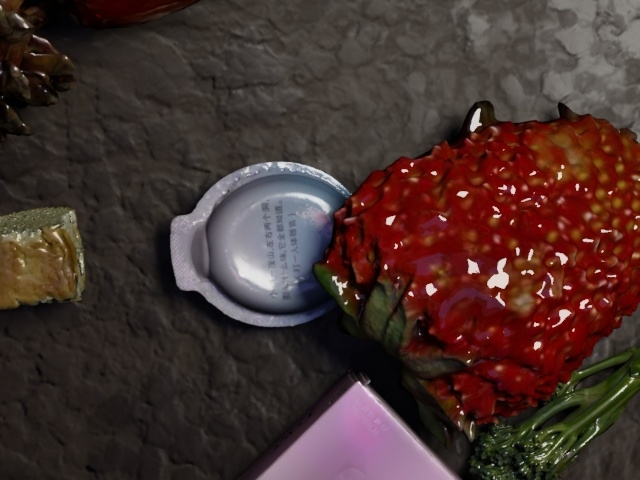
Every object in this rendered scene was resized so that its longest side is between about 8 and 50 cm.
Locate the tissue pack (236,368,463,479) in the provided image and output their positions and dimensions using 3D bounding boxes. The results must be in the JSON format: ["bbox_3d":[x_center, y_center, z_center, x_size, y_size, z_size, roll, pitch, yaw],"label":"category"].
[{"bbox_3d":[0.063,0.239,1.277,0.148,0.092,0.246,-45,93,-1],"label":"tissue pack"}]

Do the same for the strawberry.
[{"bbox_3d":[0.160,0.000,1.231,0.306,0.138,0.233,-40,99,-8],"label":"strawberry"}]

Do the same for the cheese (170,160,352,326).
[{"bbox_3d":[0.000,0.000,1.286,0.244,0.052,0.135,-6,94,-7],"label":"cheese"}]

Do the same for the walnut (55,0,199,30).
[{"bbox_3d":[-0.129,-0.310,1.203,0.269,0.222,0.244,-30,61,4],"label":"walnut"}]

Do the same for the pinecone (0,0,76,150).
[{"bbox_3d":[-0.291,-0.136,1.203,0.204,0.179,0.184,-9,61,-17],"label":"pinecone"}]

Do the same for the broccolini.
[{"bbox_3d":[0.274,0.074,1.307,0.392,0.079,0.074,-42,82,-8],"label":"broccolini"}]

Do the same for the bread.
[{"bbox_3d":[-0.232,0.016,1.269,0.083,0.077,0.070,-7,104,-2],"label":"bread"}]
